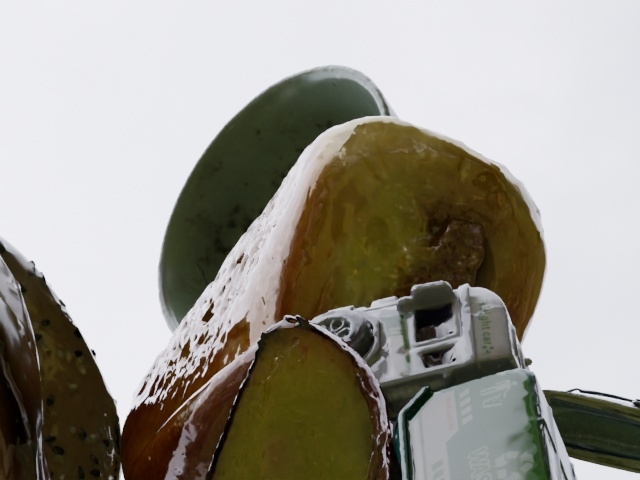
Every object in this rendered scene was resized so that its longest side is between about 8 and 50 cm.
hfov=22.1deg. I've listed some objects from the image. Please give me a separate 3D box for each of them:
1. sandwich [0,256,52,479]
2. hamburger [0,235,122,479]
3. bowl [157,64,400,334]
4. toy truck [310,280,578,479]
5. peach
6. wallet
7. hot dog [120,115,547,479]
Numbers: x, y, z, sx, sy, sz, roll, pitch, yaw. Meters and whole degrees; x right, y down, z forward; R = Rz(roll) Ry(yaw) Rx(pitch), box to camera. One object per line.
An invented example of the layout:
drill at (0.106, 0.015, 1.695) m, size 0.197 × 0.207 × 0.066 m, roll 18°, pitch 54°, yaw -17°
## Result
sandwich at (-0.218, 0.120, 0.575) m, size 0.271 × 0.099 × 0.301 m, roll -16°, pitch -56°, yaw -13°
hamburger at (-0.300, 0.157, 1.264) m, size 0.277 × 0.318 × 0.195 m, roll 40°, pitch -43°, yaw -20°
bowl at (0.000, 0.000, 1.490) m, size 0.146 × 0.289 × 0.289 m, roll 33°, pitch -79°, yaw -35°
toy truck at (0.054, 0.125, 0.727) m, size 0.124 × 0.253 × 0.114 m, roll -16°, pitch -56°, yaw 13°
peach at (-0.008, 0.072, 0.576) m, size 0.077 × 0.083 × 0.050 m, roll -27°, pitch -21°, yaw 19°
wallet at (0.252, 0.159, 1.388) m, size 0.202 × 0.141 × 0.059 m, roll 22°, pitch -98°, yaw -72°
hot dog at (-0.008, 0.108, 1.154) m, size 0.185 × 0.223 × 0.405 m, roll 26°, pitch -45°, yaw -12°
